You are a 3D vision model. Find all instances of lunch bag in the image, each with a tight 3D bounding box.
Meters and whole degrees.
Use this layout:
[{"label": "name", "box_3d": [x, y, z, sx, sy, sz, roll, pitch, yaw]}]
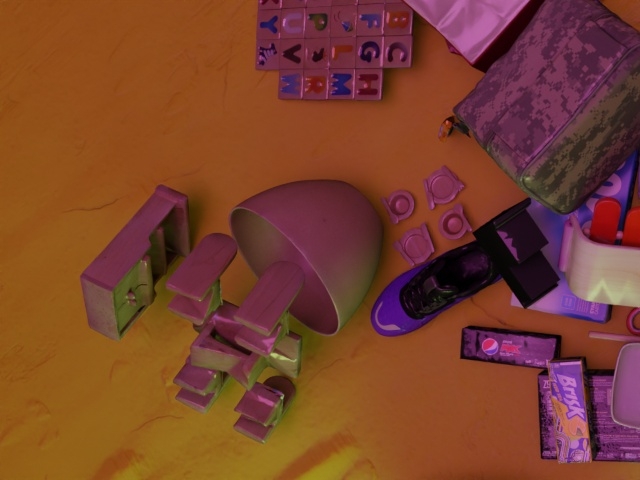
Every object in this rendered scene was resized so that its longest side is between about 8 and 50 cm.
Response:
[{"label": "lunch bag", "box_3d": [0.375, -0.235, 1.753, 0.305, 0.212, 0.256, -50, 51, 12]}]

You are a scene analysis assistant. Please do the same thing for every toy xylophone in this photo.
[{"label": "toy xylophone", "box_3d": [0.531, 0.062, 1.760, 0.322, 0.081, 0.236, 13, 129, 4]}]

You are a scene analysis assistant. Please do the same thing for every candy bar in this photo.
[{"label": "candy bar", "box_3d": [0.219, -0.193, 1.921, 0.018, 0.161, 0.040, 18, 102, 6]}]

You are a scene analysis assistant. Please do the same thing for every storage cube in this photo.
[{"label": "storage cube", "box_3d": [0.276, -0.407, 1.873, 0.184, 0.193, 0.215, 47, 106, 14]}]

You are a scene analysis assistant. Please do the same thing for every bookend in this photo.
[{"label": "bookend", "box_3d": [0.331, 0.023, 1.788, 0.072, 0.157, 0.156, -34, 87, -7]}]

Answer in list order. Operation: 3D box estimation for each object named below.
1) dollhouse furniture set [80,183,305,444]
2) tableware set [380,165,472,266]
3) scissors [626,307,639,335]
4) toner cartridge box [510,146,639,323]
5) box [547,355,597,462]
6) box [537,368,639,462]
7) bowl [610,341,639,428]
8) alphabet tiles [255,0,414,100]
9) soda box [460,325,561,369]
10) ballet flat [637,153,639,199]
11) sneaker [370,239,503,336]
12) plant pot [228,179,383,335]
[{"label": "dollhouse furniture set", "box_3d": [-0.194, 0.107, 2.029, 0.394, 0.256, 0.362, 23, 142, 16]}, {"label": "tableware set", "box_3d": [0.193, -0.044, 2.001, 0.168, 0.020, 0.141, -29, 71, 21]}, {"label": "scissors", "box_3d": [0.654, 0.107, 1.833, 0.297, 0.021, 0.109, -28, 80, 21]}, {"label": "toner cartridge box", "box_3d": [0.436, -0.046, 1.886, 0.165, 0.075, 0.348, 10, 96, 22]}, {"label": "box", "box_3d": [0.414, 0.278, 1.832, 0.059, 0.054, 0.169, -6, 88, 21]}, {"label": "box", "box_3d": [0.464, 0.295, 1.885, 0.180, 0.077, 0.147, -3, 91, 21]}, {"label": "bowl", "box_3d": [0.537, 0.231, 1.784, 0.142, 0.053, 0.142, 7, 97, 6]}, {"label": "alphabet tiles", "box_3d": [0.021, -0.399, 2.032, 0.342, 0.011, 0.285, 5, 94, 34]}, {"label": "soda box", "box_3d": [0.332, 0.186, 1.946, 0.168, 0.053, 0.060, 5, 93, 21]}, {"label": "ballet flat", "box_3d": [0.691, -0.043, 1.771, 0.400, 0.139, 0.139, 26, 101, 23]}, {"label": "sneaker", "box_3d": [0.198, 0.078, 1.946, 0.293, 0.146, 0.102, -32, 81, 19]}, {"label": "plant pot", "box_3d": [0.000, 0.000, 1.981, 0.191, 0.284, 0.284, -40, 74, -21]}]
